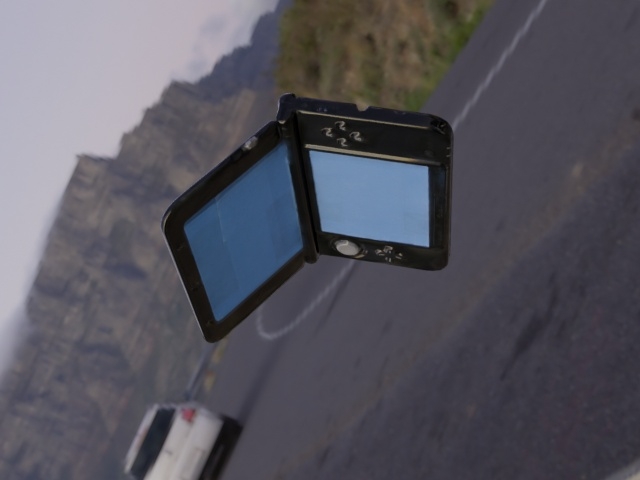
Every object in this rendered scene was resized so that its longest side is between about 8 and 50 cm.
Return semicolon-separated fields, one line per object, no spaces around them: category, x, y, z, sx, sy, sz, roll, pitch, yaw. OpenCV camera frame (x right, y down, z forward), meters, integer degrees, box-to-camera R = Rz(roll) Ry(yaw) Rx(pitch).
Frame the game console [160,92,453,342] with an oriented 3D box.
game console;0.000;0.000;0.510;0.122;0.107;0.071;81;-160;-60
